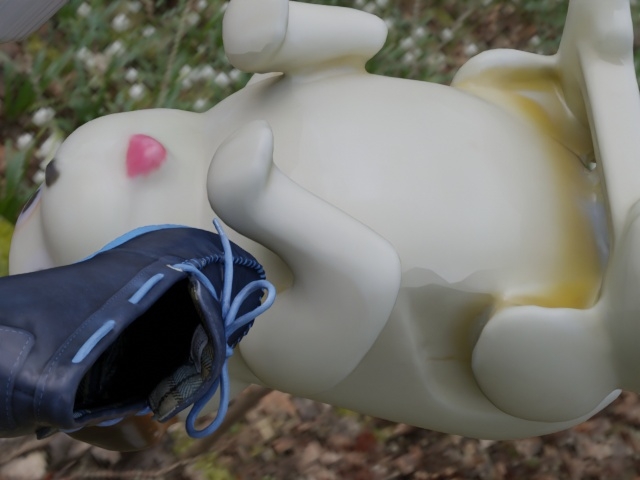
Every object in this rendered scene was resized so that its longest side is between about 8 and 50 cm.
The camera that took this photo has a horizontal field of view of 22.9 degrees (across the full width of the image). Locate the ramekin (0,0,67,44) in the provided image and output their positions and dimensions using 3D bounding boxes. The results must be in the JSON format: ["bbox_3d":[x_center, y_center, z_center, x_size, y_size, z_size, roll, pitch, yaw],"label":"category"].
[{"bbox_3d":[-0.296,-0.269,1.248,0.273,0.127,0.273,35,20,-15],"label":"ramekin"}]

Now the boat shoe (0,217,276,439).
[{"bbox_3d":[-0.085,0.057,0.762,0.089,0.109,0.258,17,19,22],"label":"boat shoe"}]

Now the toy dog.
[{"bbox_3d":[0.000,0.000,1.044,0.407,0.395,0.285,-3,63,0],"label":"toy dog"}]
